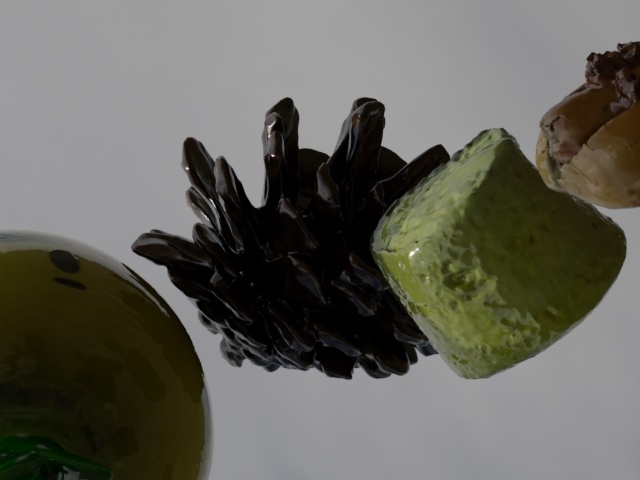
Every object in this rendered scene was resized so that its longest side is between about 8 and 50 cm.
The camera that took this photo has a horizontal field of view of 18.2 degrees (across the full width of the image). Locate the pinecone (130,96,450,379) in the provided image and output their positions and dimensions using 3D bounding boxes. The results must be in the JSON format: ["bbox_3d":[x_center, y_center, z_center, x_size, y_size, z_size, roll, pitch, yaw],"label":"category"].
[{"bbox_3d":[0.001,-0.002,1.368,0.229,0.201,0.202,29,-143,-6],"label":"pinecone"}]

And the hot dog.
[{"bbox_3d":[0.210,-0.078,0.879,0.102,0.249,0.076,-156,50,-75],"label":"hot dog"}]

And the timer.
[{"bbox_3d":[-0.188,0.129,1.240,0.285,0.285,0.285,36,-149,-25],"label":"timer"}]

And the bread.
[{"bbox_3d":[0.101,0.013,1.143,0.114,0.129,0.111,46,-162,-11],"label":"bread"}]
